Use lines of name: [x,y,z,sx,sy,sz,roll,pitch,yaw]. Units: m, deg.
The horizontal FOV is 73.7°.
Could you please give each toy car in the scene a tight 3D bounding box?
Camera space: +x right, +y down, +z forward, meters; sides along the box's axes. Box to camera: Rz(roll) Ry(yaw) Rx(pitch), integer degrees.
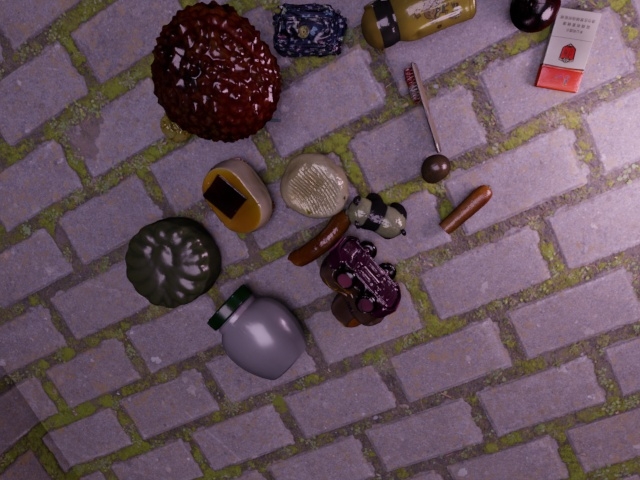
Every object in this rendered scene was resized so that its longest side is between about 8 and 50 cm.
toy car: [0.125,0.168,1.603,0.240,0.271,0.340,-38,93,35]

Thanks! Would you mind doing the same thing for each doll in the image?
doll: [0.206,-0.088,1.562,0.234,0.135,0.143,23,105,-4]

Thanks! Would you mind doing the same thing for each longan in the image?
longan: [0.412,-0.254,1.522,0.113,0.092,0.113,-19,134,-21]

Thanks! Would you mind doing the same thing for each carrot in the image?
carrot: [0.533,-0.115,1.552,0.067,0.067,0.225,44,107,-4]

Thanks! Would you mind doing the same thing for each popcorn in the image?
popcorn: [-0.542,-0.426,1.614,0.121,0.116,0.106,-15,141,-28]

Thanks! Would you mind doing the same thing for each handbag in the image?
handbag: [-0.044,-0.720,1.462,0.260,0.113,0.161,9,98,14]

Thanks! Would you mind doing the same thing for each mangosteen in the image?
mangosteen: [0.681,-0.737,1.345,0.153,0.152,0.152,2,104,8]

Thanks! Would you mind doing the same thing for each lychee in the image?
lychee: [-0.333,-0.518,1.408,0.425,0.500,0.424,2,62,-3]

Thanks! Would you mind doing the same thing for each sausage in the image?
sausage: [0.002,0.002,1.638,0.302,0.102,0.076,-39,129,16]

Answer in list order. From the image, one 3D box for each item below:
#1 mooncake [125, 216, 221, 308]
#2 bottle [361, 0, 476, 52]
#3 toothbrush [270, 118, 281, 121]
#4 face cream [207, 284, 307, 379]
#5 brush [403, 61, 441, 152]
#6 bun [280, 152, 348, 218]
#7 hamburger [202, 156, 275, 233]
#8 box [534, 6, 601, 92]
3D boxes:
mooncake: [-0.584,0.086,1.695,0.357,0.194,0.356,2,105,7]
bottle: [0.303,-0.737,1.375,0.352,0.171,0.171,-18,101,11]
toothbrush: [-0.230,-0.454,1.602,0.167,0.014,0.011,4,95,7]
face cream: [-0.251,0.369,1.702,0.357,0.219,0.312,43,106,-3]
brush: [0.358,-0.458,1.496,0.050,0.060,0.320,-16,101,24]
bun: [-0.022,-0.209,1.563,0.259,0.160,0.259,6,121,10]
hamburger: [-0.312,-0.165,1.620,0.227,0.151,0.295,-32,102,20]
box: [0.809,-0.622,1.402,0.139,0.035,0.245,13,105,5]
